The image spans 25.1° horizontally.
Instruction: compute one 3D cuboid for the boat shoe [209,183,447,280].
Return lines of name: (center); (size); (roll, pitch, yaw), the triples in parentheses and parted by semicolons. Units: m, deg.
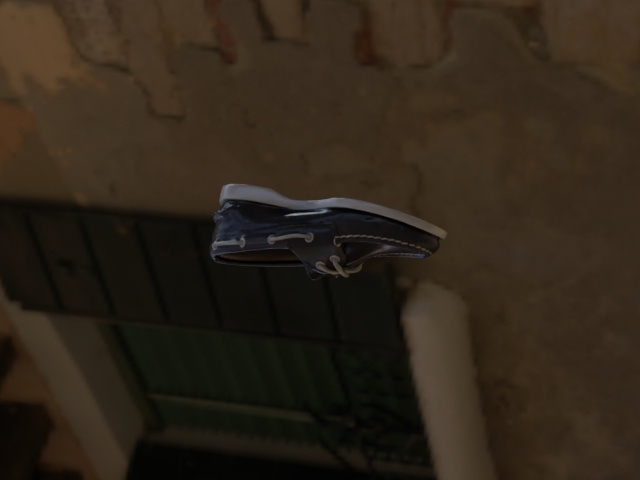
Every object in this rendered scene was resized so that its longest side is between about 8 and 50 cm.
boat shoe: (0.000, 0.000, 0.668); (0.046, 0.125, 0.038); (32, -110, -56)
